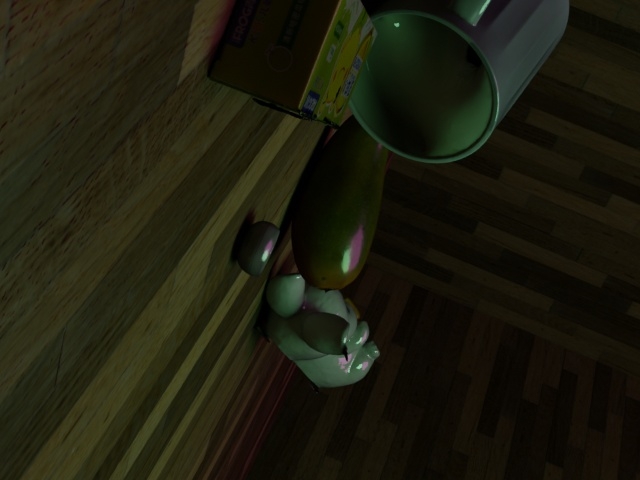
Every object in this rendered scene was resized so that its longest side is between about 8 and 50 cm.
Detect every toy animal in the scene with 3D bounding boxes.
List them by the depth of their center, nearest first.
[{"bbox_3d":[-0.005,0.153,1.827,0.154,0.208,0.325,-43,170,-2],"label":"toy animal"}]

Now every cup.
[{"bbox_3d":[0.214,-0.317,1.522,0.327,0.236,0.323,-50,173,-42],"label":"cup"}]

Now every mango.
[{"bbox_3d":[0.033,-0.062,1.647,0.146,0.129,0.289,79,29,-65],"label":"mango"}]

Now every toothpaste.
[{"bbox_3d":[-0.013,-0.165,0.955,0.327,0.077,0.110,-32,142,-82],"label":"toothpaste"}]

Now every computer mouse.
[{"bbox_3d":[-0.077,0.007,1.290,0.096,0.039,0.066,135,-21,-82],"label":"computer mouse"}]
